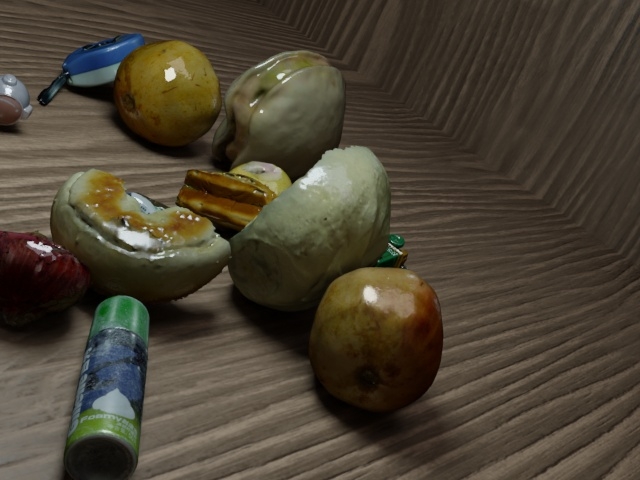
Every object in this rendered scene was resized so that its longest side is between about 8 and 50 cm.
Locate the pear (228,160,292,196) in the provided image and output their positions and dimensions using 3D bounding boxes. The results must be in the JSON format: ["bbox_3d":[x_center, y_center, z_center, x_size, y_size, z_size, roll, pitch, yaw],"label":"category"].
[{"bbox_3d":[-0.137,-0.090,1.925,0.178,0.178,0.178,23,23,-10],"label":"pear"}]

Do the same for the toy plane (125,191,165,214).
[{"bbox_3d":[-0.326,-0.035,1.668,0.174,0.080,0.174,29,16,-9],"label":"toy plane"}]

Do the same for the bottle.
[{"bbox_3d":[-0.291,0.197,1.244,0.093,0.093,0.330,20,23,-17],"label":"bottle"}]

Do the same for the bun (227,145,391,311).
[{"bbox_3d":[0.005,0.001,1.670,0.202,0.364,0.364,49,27,8],"label":"bun"}]

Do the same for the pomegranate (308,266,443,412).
[{"bbox_3d":[0.101,0.163,1.556,0.228,0.252,0.270,9,24,8],"label":"pomegranate"}]

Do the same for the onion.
[{"bbox_3d":[-0.442,0.058,1.340,0.184,0.147,0.184,21,-16,6],"label":"onion"}]

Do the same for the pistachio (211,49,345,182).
[{"bbox_3d":[-0.096,-0.291,2.178,0.281,0.365,0.445,52,-8,18],"label":"pistachio"}]

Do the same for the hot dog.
[{"bbox_3d":[-0.191,-0.085,1.815,0.269,0.115,0.072,20,1,38],"label":"hot dog"}]

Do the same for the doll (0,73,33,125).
[{"bbox_3d":[-0.727,-0.318,1.807,0.287,0.151,0.151,21,23,-26],"label":"doll"}]

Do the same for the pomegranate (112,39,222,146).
[{"bbox_3d":[-0.357,-0.354,2.135,0.264,0.264,0.264,23,23,-10],"label":"pomegranate"}]

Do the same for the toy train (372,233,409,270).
[{"bbox_3d":[0.109,0.019,2.072,0.227,0.091,0.136,38,35,23],"label":"toy train"}]

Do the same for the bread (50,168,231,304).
[{"bbox_3d":[-0.315,0.021,1.492,0.314,0.171,0.192,21,32,-4],"label":"bread"}]

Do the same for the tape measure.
[{"bbox_3d":[-0.549,-0.428,2.185,0.215,0.098,0.351,-12,24,10],"label":"tape measure"}]

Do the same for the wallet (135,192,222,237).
[{"bbox_3d":[-0.297,-0.029,1.799,0.198,0.031,0.110,24,22,-9],"label":"wallet"}]
